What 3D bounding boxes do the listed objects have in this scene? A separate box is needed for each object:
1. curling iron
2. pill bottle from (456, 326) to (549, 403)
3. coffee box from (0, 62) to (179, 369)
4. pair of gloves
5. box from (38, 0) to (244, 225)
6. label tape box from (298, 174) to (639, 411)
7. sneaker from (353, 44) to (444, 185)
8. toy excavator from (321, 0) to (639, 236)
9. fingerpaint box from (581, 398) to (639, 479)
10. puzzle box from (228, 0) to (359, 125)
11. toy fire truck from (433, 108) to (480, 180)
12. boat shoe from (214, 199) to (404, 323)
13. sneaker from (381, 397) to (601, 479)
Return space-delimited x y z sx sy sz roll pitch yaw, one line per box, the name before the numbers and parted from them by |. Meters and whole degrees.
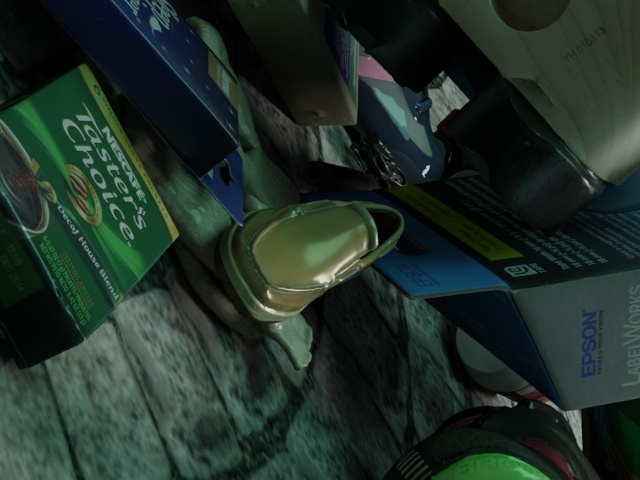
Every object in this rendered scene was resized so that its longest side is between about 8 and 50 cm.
curling iron | 0.024 -0.052 1.469 0.068 0.035 0.274 63 15 4
pill bottle | 0.176 0.100 1.653 0.152 0.086 0.086 30 39 -65
coffee box | -0.131 -0.019 0.898 0.113 0.040 0.184 62 16 -8
pair of gloves | -0.061 -0.045 1.170 0.204 0.042 0.240 58 17 -26
box | -0.106 -0.118 1.026 0.225 0.036 0.136 50 11 -18
label tape box | 0.171 0.026 1.312 0.240 0.334 0.106 -140 -135 -63
sneaker | 0.059 -0.196 1.614 0.319 0.131 0.112 63 15 -11
toy excavator | 0.169 -0.195 1.393 0.433 0.222 0.445 51 12 20
fingerpaint box | 0.333 0.303 1.519 0.445 0.163 0.371 77 1 -52
puzzle box | -0.013 -0.319 1.375 0.272 0.052 0.409 59 31 -72
toy fire truck | 0.239 -0.074 1.731 0.217 0.246 0.158 44 -1 41
boat shoe | 0.000 0.000 1.103 0.068 0.072 0.190 66 23 -2
sneaker | 0.102 0.199 1.156 0.202 0.185 0.483 65 4 23
